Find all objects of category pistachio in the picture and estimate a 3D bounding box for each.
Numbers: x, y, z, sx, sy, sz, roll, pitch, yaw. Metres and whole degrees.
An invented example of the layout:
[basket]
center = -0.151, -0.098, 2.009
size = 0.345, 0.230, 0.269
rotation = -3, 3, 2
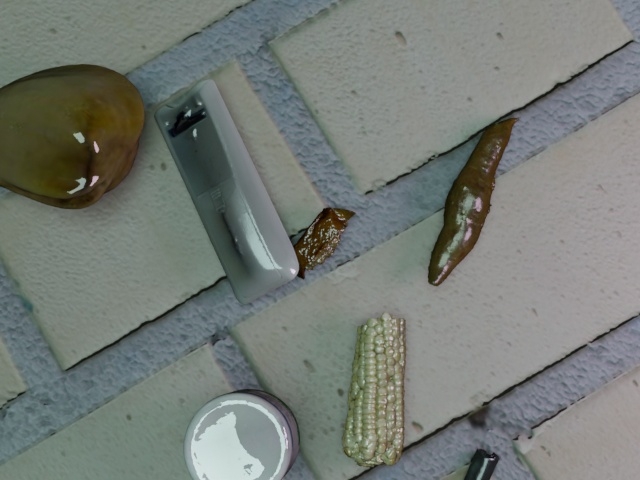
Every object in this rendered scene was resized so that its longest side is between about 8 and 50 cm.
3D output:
[pistachio]
center = -0.376, -0.158, 1.656
size = 0.260, 0.163, 0.213
rotation = 18, 66, 19

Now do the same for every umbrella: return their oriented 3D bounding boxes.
[umbrella]
center = 0.206, 0.350, 1.626
size = 0.036, 0.031, 0.133
rotation = 22, 87, 32

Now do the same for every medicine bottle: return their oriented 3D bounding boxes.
[medicine bottle]
center = -0.094, 0.262, 1.551
size = 0.139, 0.237, 0.139
rotation = 0, 86, 5

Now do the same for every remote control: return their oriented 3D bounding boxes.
[remote control]
center = -0.139, -0.068, 1.659
size = 0.109, 0.055, 0.313
rotation = -29, 82, 25

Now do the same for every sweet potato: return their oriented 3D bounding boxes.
[sweet potato]
center = 0.210, -0.060, 1.645
size = 0.067, 0.067, 0.274
rotation = 24, 82, 6

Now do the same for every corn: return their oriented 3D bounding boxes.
[corn]
center = 0.076, 0.206, 1.626
size = 0.087, 0.087, 0.211
rotation = 3, 80, 5

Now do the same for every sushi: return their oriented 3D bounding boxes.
[sushi]
center = 0.000, 0.000, 1.659
size = 0.055, 0.052, 0.120
rotation = 38, 89, 6
